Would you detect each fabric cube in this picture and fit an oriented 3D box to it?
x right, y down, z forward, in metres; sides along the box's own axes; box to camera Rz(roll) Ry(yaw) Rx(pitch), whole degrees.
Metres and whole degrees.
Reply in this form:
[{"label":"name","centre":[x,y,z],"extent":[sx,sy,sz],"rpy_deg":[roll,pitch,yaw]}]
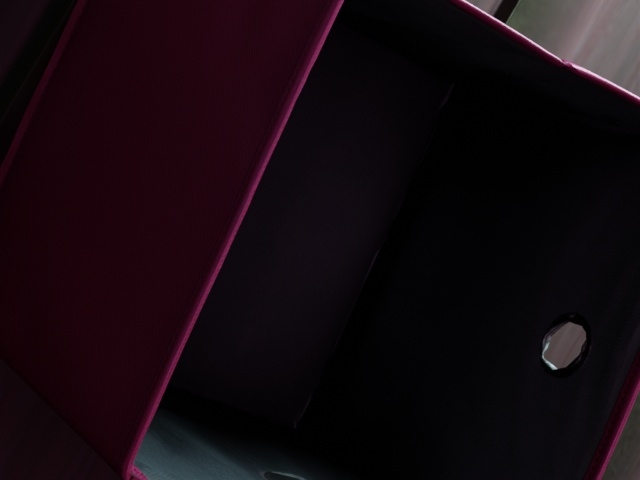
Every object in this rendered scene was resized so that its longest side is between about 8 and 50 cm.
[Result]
[{"label":"fabric cube","centre":[0.000,0.000,0.880],"extent":[0.259,0.258,0.254],"rpy_deg":[23,91,-33]}]
